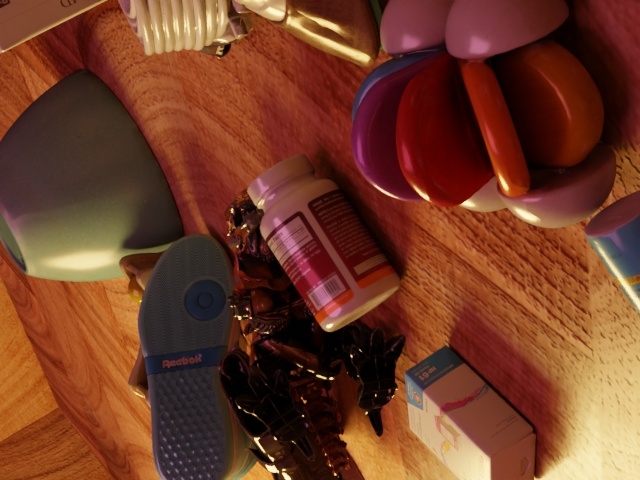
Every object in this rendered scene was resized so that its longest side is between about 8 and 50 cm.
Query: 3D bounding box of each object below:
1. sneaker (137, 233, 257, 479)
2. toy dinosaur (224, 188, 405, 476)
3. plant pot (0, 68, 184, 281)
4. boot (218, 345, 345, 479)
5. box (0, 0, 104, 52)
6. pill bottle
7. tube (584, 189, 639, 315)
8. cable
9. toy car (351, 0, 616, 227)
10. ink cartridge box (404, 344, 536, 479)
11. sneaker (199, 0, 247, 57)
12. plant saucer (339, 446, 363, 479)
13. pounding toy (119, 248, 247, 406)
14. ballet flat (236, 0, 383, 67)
[{"bbox_3d":[-0.142,0.161,1.739,0.208,0.127,0.319,43,-132,-75],"label":"sneaker"},{"bbox_3d":[-0.012,0.104,1.421,0.322,0.164,0.218,49,-177,-29],"label":"toy dinosaur"},{"bbox_3d":[-0.343,-0.059,1.859,0.290,0.195,0.290,49,158,28],"label":"plant pot"},{"bbox_3d":[-0.051,0.202,1.571,0.229,0.091,0.263,60,177,-35],"label":"boot"},{"bbox_3d":[-0.304,-0.288,1.453,0.182,0.181,0.119,15,133,63],"label":"box"},{"bbox_3d":[0.000,0.000,1.261,0.152,0.086,0.086,57,161,9],"label":"pill bottle"},{"bbox_3d":[0.237,0.065,0.837,0.207,0.052,0.080,55,168,-10],"label":"tube"},{"bbox_3d":[-0.147,-0.281,1.151,0.257,0.089,0.257,-152,44,-75],"label":"cable"},{"bbox_3d":[0.086,-0.076,0.860,0.182,0.136,0.159,19,136,62],"label":"toy car"},{"bbox_3d":[0.132,0.167,1.224,0.122,0.052,0.088,43,154,38],"label":"ink cartridge box"},{"bbox_3d":[-0.098,-0.201,1.288,0.065,0.061,0.158,39,174,-32],"label":"sneaker"},{"bbox_3d":[0.012,0.300,1.751,0.168,0.029,0.168,48,158,27],"label":"plant saucer"},{"bbox_3d":[-0.204,0.130,1.849,0.155,0.154,0.270,27,142,57],"label":"pounding toy"},{"bbox_3d":[-0.065,-0.262,0.985,0.116,0.124,0.342,25,141,59],"label":"ballet flat"}]
